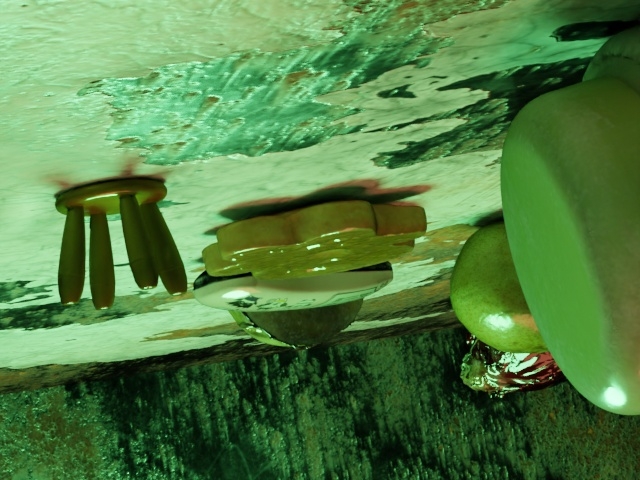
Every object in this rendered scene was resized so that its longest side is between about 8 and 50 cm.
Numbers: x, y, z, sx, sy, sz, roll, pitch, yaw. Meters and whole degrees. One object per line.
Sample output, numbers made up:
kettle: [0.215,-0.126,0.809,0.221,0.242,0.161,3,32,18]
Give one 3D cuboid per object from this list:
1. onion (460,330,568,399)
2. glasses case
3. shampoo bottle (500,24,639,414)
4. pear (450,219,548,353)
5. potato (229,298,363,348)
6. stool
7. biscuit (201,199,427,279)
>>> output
onion: [0.354,0.123,2.655,0.221,0.281,0.281,36,165,-3]
glasses case: [-0.034,0.055,2.198,0.314,0.075,0.122,-2,171,-43]
shampoo bottle: [0.323,-0.024,1.270,0.317,0.322,0.322,-18,172,-7]
pear: [0.283,0.062,2.219,0.228,0.188,0.211,-8,164,-13]
potato: [-0.057,0.102,2.375,0.261,0.120,0.100,-1,174,-41]
stool: [-0.198,0.005,1.570,0.134,0.111,0.135,-6,172,-31]
biscuit: [-0.001,-0.003,1.942,0.275,0.052,0.355,-11,172,14]
